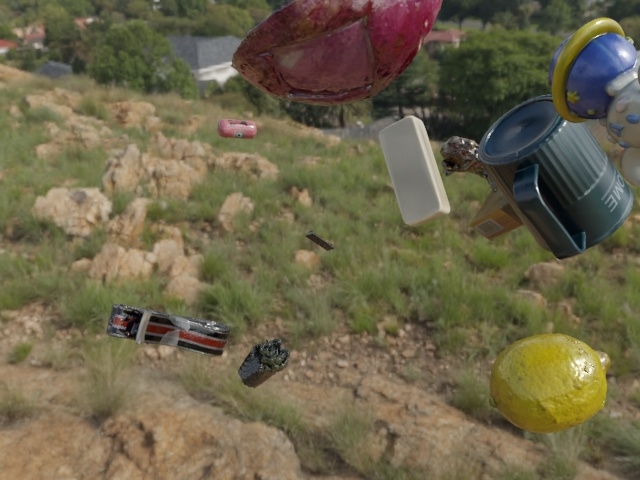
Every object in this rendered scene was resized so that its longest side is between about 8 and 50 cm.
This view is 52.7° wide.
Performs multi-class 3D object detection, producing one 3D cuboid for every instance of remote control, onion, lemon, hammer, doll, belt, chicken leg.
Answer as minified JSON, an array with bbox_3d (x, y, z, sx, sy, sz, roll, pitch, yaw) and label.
[{"bbox_3d":[0.000,0.000,1.743,0.034,0.091,0.016,-18,51,38],"label":"remote control"},{"bbox_3d":[0.021,-0.230,0.821,0.247,0.111,0.250,-21,1,-31],"label":"onion"},{"bbox_3d":[0.580,0.359,1.640,0.320,0.245,0.245,-20,23,8],"label":"lemon"},{"bbox_3d":[-0.174,-0.233,1.355,0.083,0.043,0.043,0,20,-29],"label":"hammer"},{"bbox_3d":[0.511,-0.237,1.093,0.159,0.311,0.242,-46,43,-15],"label":"doll"},{"bbox_3d":[-0.401,0.242,1.741,0.359,0.094,0.126,20,-9,-42],"label":"belt"},{"bbox_3d":[0.426,-0.218,1.798,0.196,0.125,0.080,22,-3,18],"label":"chicken leg"}]

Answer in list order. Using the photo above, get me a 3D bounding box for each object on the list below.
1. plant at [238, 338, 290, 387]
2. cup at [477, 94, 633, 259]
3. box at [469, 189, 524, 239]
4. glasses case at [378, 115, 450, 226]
[{"bbox_3d":[-0.150,0.320,1.704,0.143,0.092,0.094,-42,49,13],"label":"plant"},{"bbox_3d":[0.509,-0.131,1.462,0.308,0.292,0.242,-51,25,-17],"label":"cup"},{"bbox_3d":[0.736,-0.168,2.397,0.264,0.116,0.415,-53,1,-14],"label":"box"},{"bbox_3d":[0.297,-0.220,2.061,0.144,0.336,0.076,-22,-17,30],"label":"glasses case"}]
